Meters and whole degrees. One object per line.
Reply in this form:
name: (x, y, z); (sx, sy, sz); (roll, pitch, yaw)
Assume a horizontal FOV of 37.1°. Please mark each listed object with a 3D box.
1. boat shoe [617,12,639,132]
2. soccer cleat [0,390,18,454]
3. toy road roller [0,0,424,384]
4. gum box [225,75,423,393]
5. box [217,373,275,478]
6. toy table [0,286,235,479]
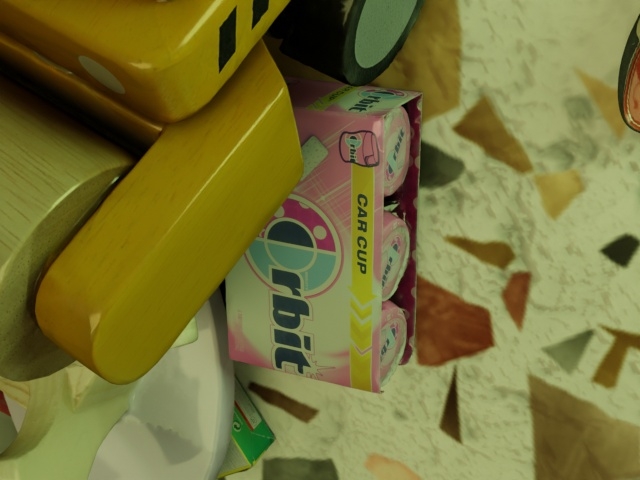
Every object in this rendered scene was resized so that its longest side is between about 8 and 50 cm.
boat shoe: (0.180, -0.108, 0.455); (0.049, 0.043, 0.137); (28, 124, 12)
soccer cleat: (-0.274, 0.225, 0.823); (0.083, 0.095, 0.247); (-1, 111, 29)
toy road roller: (-0.104, -0.123, 0.422); (0.203, 0.329, 0.240); (30, 164, 18)
gum box: (0.000, 0.000, 0.590); (0.107, 0.062, 0.188); (11, 116, 24)
box: (-0.132, 0.146, 0.743); (0.179, 0.043, 0.105); (-26, 98, 32)
toy table: (-0.165, 0.071, 0.609); (0.252, 0.161, 0.274); (-24, 84, 16)
